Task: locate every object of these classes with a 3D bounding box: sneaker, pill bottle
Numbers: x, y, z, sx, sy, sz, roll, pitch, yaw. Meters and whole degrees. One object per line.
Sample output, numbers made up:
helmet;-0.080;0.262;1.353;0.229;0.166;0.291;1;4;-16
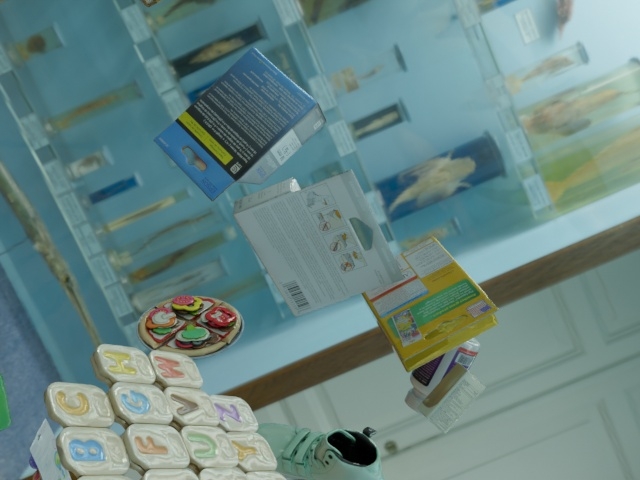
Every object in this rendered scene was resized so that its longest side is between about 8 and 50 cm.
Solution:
sneaker;-0.010;0.333;1.161;0.094;0.256;0.151;-55;153;-40
pill bottle;0.265;0.290;1.565;0.108;0.193;0.108;26;9;-4

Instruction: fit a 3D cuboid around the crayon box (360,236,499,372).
crayon box;0.212;0.133;1.427;0.083;0.203;0.323;63;-1;-28

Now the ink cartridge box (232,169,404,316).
ink cartridge box;0.000;0.000;1.352;0.060;0.239;0.275;-91;157;-56

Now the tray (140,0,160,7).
tray;-0.276;-0.497;1.002;0.411;0.203;0.076;44;-21;27

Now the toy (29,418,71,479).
toy;-0.701;0.597;1.808;0.137;0.056;0.237;-107;180;-70

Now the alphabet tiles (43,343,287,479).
alphabet tiles;-0.148;0.223;0.754;0.278;0.021;0.284;19;28;-46

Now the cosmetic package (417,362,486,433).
cosmetic package;0.238;0.286;1.285;0.060;0.115;0.041;45;-4;-22

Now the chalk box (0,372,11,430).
chalk box;-0.432;0.198;0.724;0.132;0.213;0.132;3;-76;57

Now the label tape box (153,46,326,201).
label tape box;-0.191;-0.264;1.692;0.240;0.334;0.106;45;-4;21

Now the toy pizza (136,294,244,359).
toy pizza;-0.246;0.154;1.336;0.201;0.202;0.032;-108;-161;-59
